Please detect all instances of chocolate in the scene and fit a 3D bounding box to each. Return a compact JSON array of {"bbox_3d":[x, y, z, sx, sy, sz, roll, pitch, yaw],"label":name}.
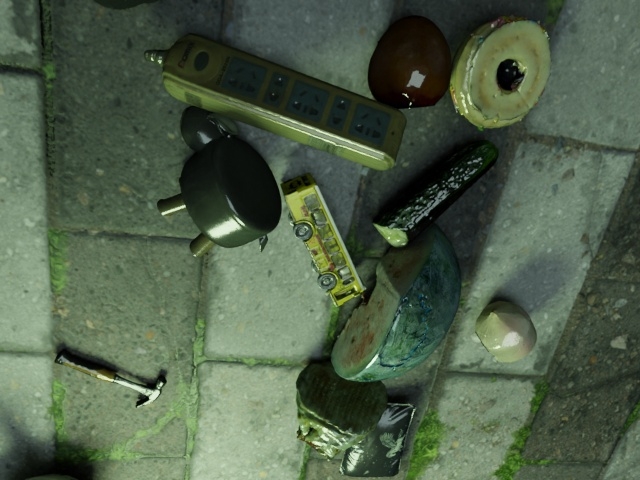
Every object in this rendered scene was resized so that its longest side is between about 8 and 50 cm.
[{"bbox_3d":[0.134,-0.265,0.826,0.124,0.127,0.133,-19,108,-34],"label":"chocolate"}]

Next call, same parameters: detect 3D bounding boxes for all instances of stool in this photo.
[{"bbox_3d":[-0.156,-0.085,0.850,0.139,0.228,0.153,-23,161,25],"label":"stool"}]

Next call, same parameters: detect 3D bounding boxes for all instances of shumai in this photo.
[{"bbox_3d":[0.038,0.334,1.075,0.183,0.184,0.142,1,138,-9],"label":"shumai"}]

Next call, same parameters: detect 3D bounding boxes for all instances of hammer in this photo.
[{"bbox_3d":[-0.394,0.256,1.029,0.200,0.021,0.078,27,109,-19],"label":"hammer"}]

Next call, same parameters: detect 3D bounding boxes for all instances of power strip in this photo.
[{"bbox_3d":[-0.065,-0.205,0.790,0.387,0.066,0.092,18,75,-3],"label":"power strip"}]

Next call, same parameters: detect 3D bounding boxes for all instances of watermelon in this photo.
[{"bbox_3d":[0.164,0.146,0.969,0.175,0.188,0.322,19,113,-15],"label":"watermelon"}]

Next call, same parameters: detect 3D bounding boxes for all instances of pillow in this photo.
[{"bbox_3d":[0.118,0.423,1.171,0.141,0.055,0.209,5,115,0],"label":"pillow"}]

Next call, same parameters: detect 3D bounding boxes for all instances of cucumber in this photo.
[{"bbox_3d":[0.196,-0.083,0.930,0.241,0.074,0.074,-42,114,10],"label":"cucumber"}]

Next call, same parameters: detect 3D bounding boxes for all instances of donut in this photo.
[{"bbox_3d":[0.272,-0.258,0.849,0.174,0.068,0.175,-11,118,-20],"label":"donut"}]

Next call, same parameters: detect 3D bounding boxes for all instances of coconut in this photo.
[{"bbox_3d":[0.349,0.171,1.058,0.110,0.110,0.124,-35,122,9],"label":"coconut"}]

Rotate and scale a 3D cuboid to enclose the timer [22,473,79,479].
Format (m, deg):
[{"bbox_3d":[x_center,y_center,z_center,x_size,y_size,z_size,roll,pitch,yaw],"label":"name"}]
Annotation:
[{"bbox_3d":[-0.535,0.561,1.034,0.233,0.240,0.234,-1,74,3],"label":"timer"}]

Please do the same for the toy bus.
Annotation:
[{"bbox_3d":[0.000,0.000,0.939,0.074,0.081,0.226,-26,113,-1],"label":"toy bus"}]

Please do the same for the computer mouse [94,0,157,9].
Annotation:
[{"bbox_3d":[-0.289,-0.435,0.678,0.168,0.087,0.295,-28,114,9],"label":"computer mouse"}]
